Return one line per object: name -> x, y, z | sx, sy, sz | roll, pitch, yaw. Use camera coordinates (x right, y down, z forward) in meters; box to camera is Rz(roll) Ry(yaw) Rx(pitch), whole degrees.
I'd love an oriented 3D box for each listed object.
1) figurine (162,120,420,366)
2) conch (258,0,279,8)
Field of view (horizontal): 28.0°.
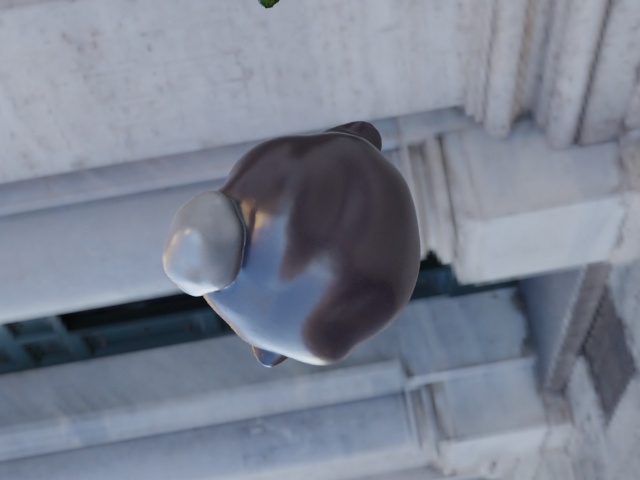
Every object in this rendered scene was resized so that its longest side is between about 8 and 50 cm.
figurine -> -0.011, -0.017, 1.259 | 0.206, 0.218, 0.365 | 52, -173, -10
conch -> -0.023, -0.278, 1.199 | 0.201, 0.079, 0.095 | -86, 18, -68
